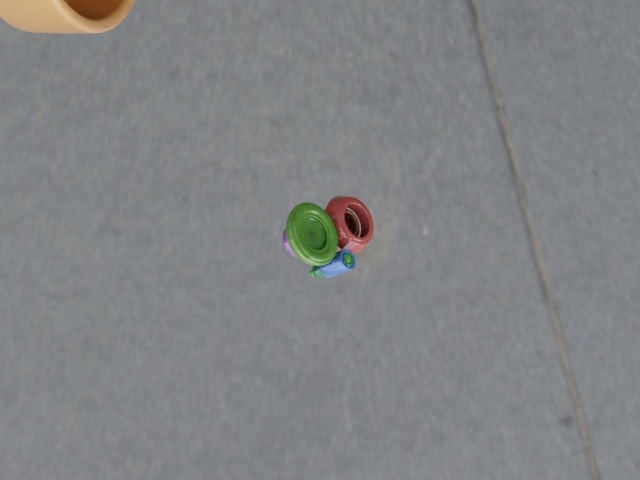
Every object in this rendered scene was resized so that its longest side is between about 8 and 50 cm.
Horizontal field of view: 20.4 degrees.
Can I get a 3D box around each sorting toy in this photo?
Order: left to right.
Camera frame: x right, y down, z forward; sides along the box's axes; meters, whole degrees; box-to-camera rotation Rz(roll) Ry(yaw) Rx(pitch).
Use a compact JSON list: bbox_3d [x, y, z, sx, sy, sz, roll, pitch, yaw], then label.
[{"bbox_3d":[0.000,0.000,1.409,0.042,0.102,0.061,-23,85,42],"label":"sorting toy"}]

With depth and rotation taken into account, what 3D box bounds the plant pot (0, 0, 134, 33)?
[{"bbox_3d":[-0.274,-0.301,1.374,0.203,0.291,0.291,-2,116,16],"label":"plant pot"}]
